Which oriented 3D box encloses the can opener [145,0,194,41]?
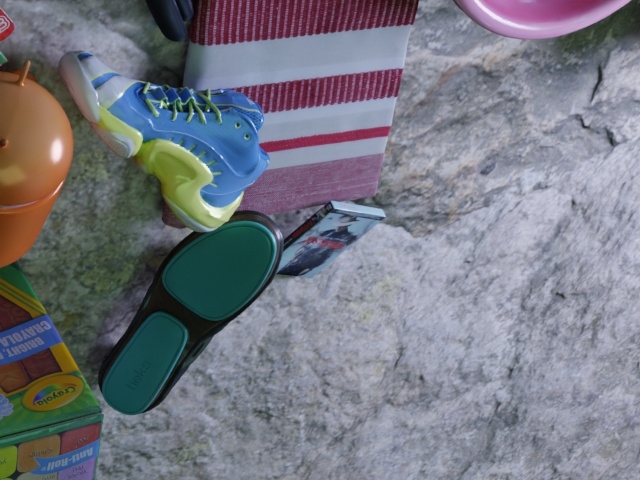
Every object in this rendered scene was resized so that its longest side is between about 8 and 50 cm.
[{"bbox_3d":[-0.148,-0.244,1.519,0.186,0.073,0.059,57,47,-54],"label":"can opener"}]

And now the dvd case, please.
[{"bbox_3d":[0.000,0.000,1.851,0.119,0.013,0.087,-41,151,29],"label":"dvd case"}]

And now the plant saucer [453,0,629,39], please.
[{"bbox_3d":[0.234,-0.351,1.670,0.332,0.084,0.332,-21,135,-23],"label":"plant saucer"}]

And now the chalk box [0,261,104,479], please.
[{"bbox_3d":[-0.312,0.183,1.603,0.180,0.289,0.179,-13,134,-28],"label":"chalk box"}]

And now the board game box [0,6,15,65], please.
[{"bbox_3d":[-0.378,-0.128,1.462,0.259,0.039,0.124,-40,142,-3],"label":"board game box"}]

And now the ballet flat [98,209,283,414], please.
[{"bbox_3d":[-0.132,0.059,1.783,0.095,0.096,0.280,40,114,-7],"label":"ballet flat"}]

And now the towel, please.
[{"bbox_3d":[-0.026,-0.164,1.695,0.237,0.037,0.329,-10,131,-28],"label":"towel"}]

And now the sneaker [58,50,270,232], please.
[{"bbox_3d":[-0.131,-0.115,1.604,0.126,0.091,0.240,-39,134,2],"label":"sneaker"}]

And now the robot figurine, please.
[{"bbox_3d":[-0.283,-0.060,1.499,0.158,0.128,0.219,-27,164,-35],"label":"robot figurine"}]
